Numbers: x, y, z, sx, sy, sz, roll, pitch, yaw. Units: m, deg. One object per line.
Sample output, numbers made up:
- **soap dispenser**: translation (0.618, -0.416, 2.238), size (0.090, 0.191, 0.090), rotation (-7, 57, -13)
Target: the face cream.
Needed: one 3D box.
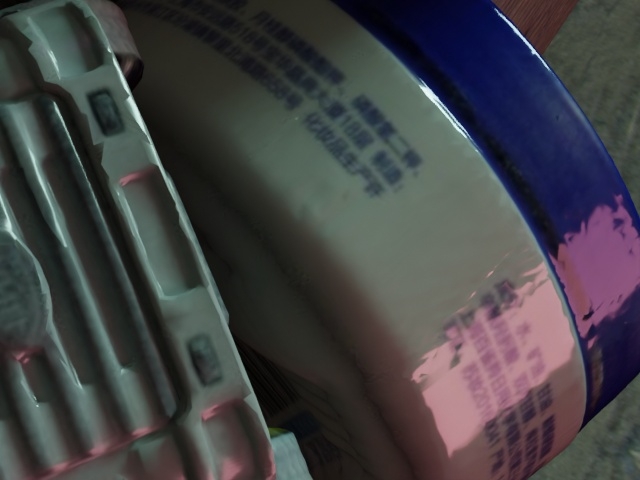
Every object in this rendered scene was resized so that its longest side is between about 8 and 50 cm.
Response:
- **face cream**: translation (0.000, 0.000, 0.538), size (0.111, 0.206, 0.206), rotation (-38, 165, -17)

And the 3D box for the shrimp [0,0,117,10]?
- **shrimp**: translation (-0.095, -0.100, 0.629), size (0.343, 0.116, 0.145), rotation (-37, 160, -52)

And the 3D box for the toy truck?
- **toy truck**: translation (-0.139, 0.062, 0.494), size (0.175, 0.146, 0.367), rotation (-21, 172, -26)
